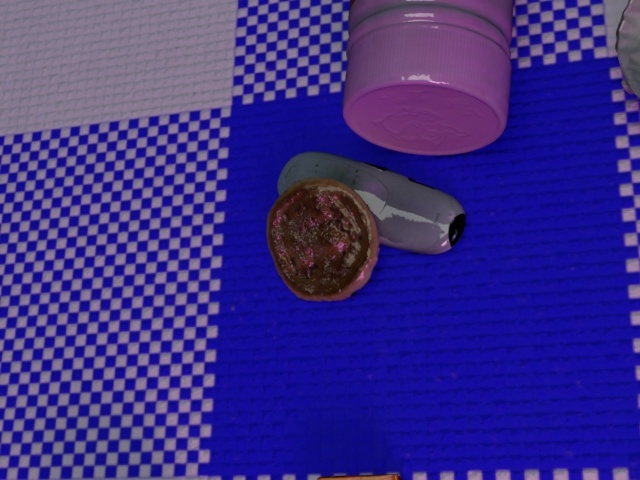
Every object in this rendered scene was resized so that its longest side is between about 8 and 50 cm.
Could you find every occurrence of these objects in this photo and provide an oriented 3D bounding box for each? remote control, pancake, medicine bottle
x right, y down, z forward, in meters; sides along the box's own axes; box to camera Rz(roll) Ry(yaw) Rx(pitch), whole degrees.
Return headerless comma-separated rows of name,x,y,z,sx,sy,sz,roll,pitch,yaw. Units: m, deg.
remote control,0.058,-0.051,1.286,0.256,0.045,0.097,17,79,21
pancake,0.000,0.000,1.269,0.158,0.028,0.158,1,92,24
medicine bottle,0.136,-0.285,1.264,0.202,0.202,0.316,-1,69,18

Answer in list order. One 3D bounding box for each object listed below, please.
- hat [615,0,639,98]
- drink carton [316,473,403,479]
hat,0.504,-0.224,1.170,0.301,0.168,0.258,3,48,-5
drink carton,0.049,0.369,1.112,0.096,0.071,0.223,-5,68,15
